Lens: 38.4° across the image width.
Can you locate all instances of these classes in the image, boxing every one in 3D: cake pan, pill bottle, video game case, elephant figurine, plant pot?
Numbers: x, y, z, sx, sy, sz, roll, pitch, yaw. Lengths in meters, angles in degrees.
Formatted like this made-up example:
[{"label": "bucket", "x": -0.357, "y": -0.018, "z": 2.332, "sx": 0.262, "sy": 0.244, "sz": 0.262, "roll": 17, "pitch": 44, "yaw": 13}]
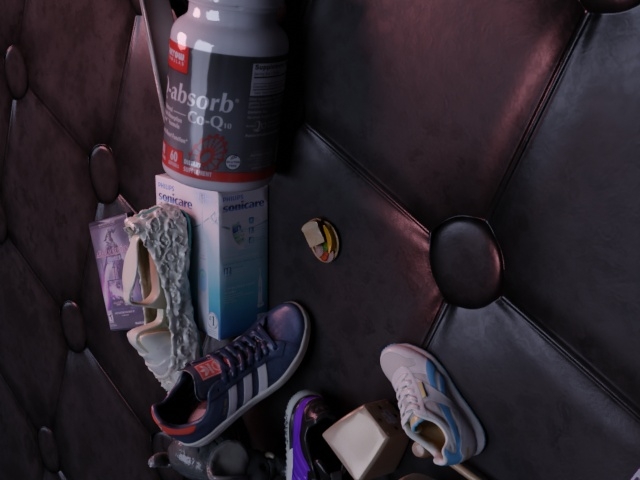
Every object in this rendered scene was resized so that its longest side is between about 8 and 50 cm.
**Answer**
[{"label": "cake pan", "x": -0.304, "y": -0.365, "z": 1.785, "sx": 0.293, "sy": 0.054, "sz": 0.293, "roll": 168, "pitch": 90, "yaw": -82}, {"label": "pill bottle", "x": -0.166, "y": -0.286, "z": 1.624, "sx": 0.210, "sy": 0.210, "sz": 0.363, "roll": 28, "pitch": 120, "yaw": 41}, {"label": "video game case", "x": -0.481, "y": 0.079, "z": 2.219, "sx": 0.196, "sy": 0.026, "sz": 0.274, "roll": -10, "pitch": 93, "yaw": 49}, {"label": "elephant figurine", "x": -0.170, "y": 0.443, "z": 1.792, "sx": 0.239, "sy": 0.169, "sz": 0.186, "roll": 39, "pitch": 95, "yaw": 30}, {"label": "plant pot", "x": 0.090, "y": 0.335, "z": 1.579, "sx": 0.109, "sy": 0.109, "sz": 0.096, "roll": 50, "pitch": 120, "yaw": 28}]

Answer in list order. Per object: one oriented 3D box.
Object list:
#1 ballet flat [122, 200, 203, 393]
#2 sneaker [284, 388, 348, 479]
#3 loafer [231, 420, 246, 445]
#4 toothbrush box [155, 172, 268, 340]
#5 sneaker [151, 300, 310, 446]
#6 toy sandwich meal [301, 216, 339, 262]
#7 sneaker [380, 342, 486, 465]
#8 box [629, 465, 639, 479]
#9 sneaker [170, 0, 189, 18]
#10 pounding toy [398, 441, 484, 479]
[{"label": "ballet flat", "x": -0.318, "y": 0.130, "z": 1.771, "sx": 0.147, "sy": 0.147, "sz": 0.409, "roll": 10, "pitch": 107, "yaw": 47}, {"label": "sneaker", "x": 0.002, "y": 0.429, "z": 1.670, "sx": 0.146, "sy": 0.102, "sz": 0.294, "roll": -172, "pitch": 74, "yaw": -66}, {"label": "loafer", "x": -0.184, "y": 0.444, "z": 1.944, "sx": 0.062, "sy": 0.061, "sz": 0.170, "roll": -9, "pitch": 94, "yaw": 66}, {"label": "toothbrush box", "x": -0.216, "y": 0.021, "z": 1.825, "sx": 0.216, "sy": 0.126, "sz": 0.296, "roll": 18, "pitch": 112, "yaw": 45}, {"label": "sneaker", "x": -0.169, "y": 0.240, "z": 1.701, "sx": 0.350, "sy": 0.148, "sz": 0.131, "roll": -47, "pitch": 52, "yaw": 2}, {"label": "toy sandwich meal", "x": 0.000, "y": 0.000, "z": 1.646, "sx": 0.085, "sy": 0.029, "sz": 0.086, "roll": 15, "pitch": 111, "yaw": 46}, {"label": "sneaker", "x": 0.165, "y": 0.258, "z": 1.478, "sx": 0.229, "sy": 0.092, "sz": 0.087, "roll": 50, "pitch": 134, "yaw": 30}, {"label": "box", "x": 0.500, "y": 0.422, "z": 1.164, "sx": 0.293, "sy": 0.057, "sz": 0.201, "roll": 46, "pitch": 130, "yaw": 31}, {"label": "sneaker", "x": -0.231, "y": -0.471, "z": 1.769, "sx": 0.188, "sy": 0.067, "sz": 0.078, "roll": -3, "pitch": 105, "yaw": 53}, {"label": "pounding toy", "x": 0.178, "y": 0.436, "z": 1.432, "sx": 0.155, "sy": 0.154, "sz": 0.270, "roll": -37, "pitch": 62, "yaw": 42}]
